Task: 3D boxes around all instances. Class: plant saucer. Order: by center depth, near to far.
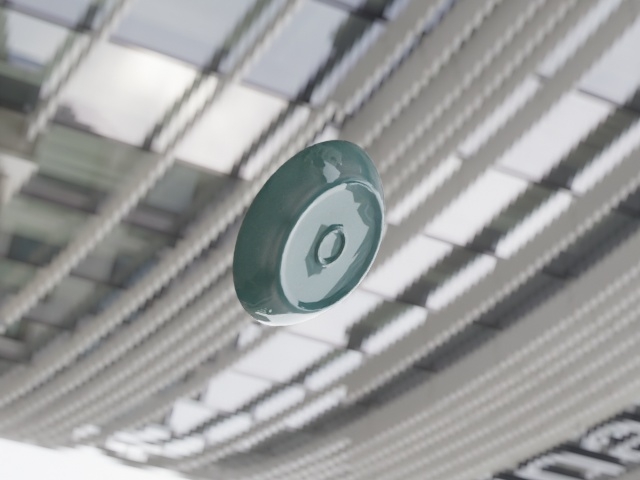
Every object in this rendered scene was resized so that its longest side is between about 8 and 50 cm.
[{"bbox_3d":[0.000,0.000,1.088,0.021,0.119,0.119,29,-77,38],"label":"plant saucer"}]
